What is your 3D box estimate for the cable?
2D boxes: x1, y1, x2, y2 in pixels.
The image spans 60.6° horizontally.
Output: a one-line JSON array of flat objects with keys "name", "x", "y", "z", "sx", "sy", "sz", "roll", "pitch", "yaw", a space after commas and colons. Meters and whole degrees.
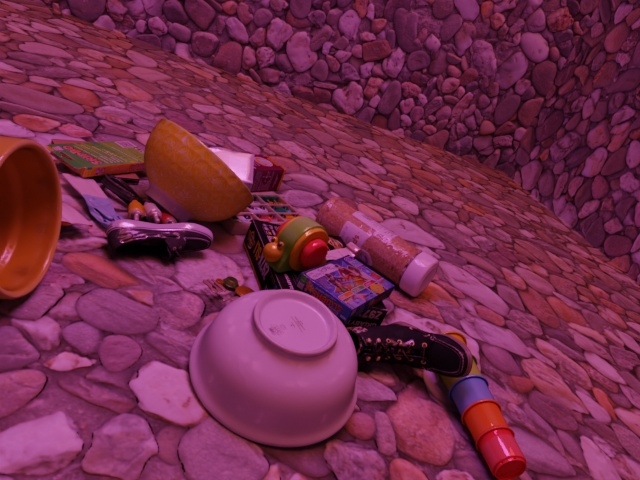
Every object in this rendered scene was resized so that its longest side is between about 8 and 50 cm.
[{"name": "cable", "x": -0.411, "y": -0.089, "z": 1.274, "sx": 0.140, "sy": 0.072, "sz": 0.287, "roll": 16, "pitch": 21, "yaw": -43}]

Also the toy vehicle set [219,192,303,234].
[{"name": "toy vehicle set", "x": -0.177, "y": -0.077, "z": 1.511, "sx": 0.267, "sy": 0.035, "sz": 0.166, "roll": -3, "pitch": 35, "yaw": -46}]

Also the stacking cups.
[{"name": "stacking cups", "x": 0.309, "y": 0.313, "z": 1.076, "sx": 0.096, "sy": 0.095, "sz": 0.316, "roll": 14, "pitch": 26, "yaw": -21}]

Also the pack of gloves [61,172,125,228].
[{"name": "pack of gloves", "x": -0.538, "y": -0.076, "z": 1.191, "sx": 0.232, "sy": 0.046, "sz": 0.195, "roll": 41, "pitch": 16, "yaw": 30}]

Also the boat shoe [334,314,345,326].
[{"name": "boat shoe", "x": -0.012, "y": 0.178, "z": 1.117, "sx": 0.136, "sy": 0.045, "sz": 0.050, "roll": 4, "pitch": 34, "yaw": -32}]

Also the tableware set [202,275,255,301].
[{"name": "tableware set", "x": -0.166, "y": 0.124, "z": 1.122, "sx": 0.154, "sy": 0.024, "sz": 0.104, "roll": 36, "pitch": 23, "yaw": 27}]

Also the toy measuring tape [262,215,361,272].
[{"name": "toy measuring tape", "x": 0.000, "y": 0.000, "z": 1.232, "sx": 0.121, "sy": 0.121, "sz": 0.330, "roll": 39, "pitch": 28, "yaw": 31}]

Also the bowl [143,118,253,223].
[{"name": "bowl", "x": -0.317, "y": -0.130, "z": 1.288, "sx": 0.290, "sy": 0.156, "sz": 0.289, "roll": 38, "pitch": -12, "yaw": 9}]

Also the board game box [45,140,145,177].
[{"name": "board game box", "x": -0.551, "y": -0.210, "z": 1.391, "sx": 0.124, "sy": 0.039, "sz": 0.259, "roll": 32, "pitch": 22, "yaw": 19}]

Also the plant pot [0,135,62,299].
[{"name": "plant pot", "x": -0.573, "y": -0.045, "z": 0.849, "sx": 0.239, "sy": 0.253, "sz": 0.254, "roll": 7, "pitch": 25, "yaw": -3}]

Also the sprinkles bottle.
[{"name": "sprinkles bottle", "x": 0.151, "y": 0.012, "z": 1.524, "sx": 0.356, "sy": 0.121, "sz": 0.121, "roll": 35, "pitch": 26, "yaw": 24}]

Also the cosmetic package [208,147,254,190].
[{"name": "cosmetic package", "x": -0.309, "y": -0.202, "z": 1.526, "sx": 0.239, "sy": 0.060, "sz": 0.098, "roll": 7, "pitch": 63, "yaw": -14}]

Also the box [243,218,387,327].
[{"name": "box", "x": -0.023, "y": 0.078, "z": 1.283, "sx": 0.257, "sy": 0.079, "sz": 0.322, "roll": 12, "pitch": 26, "yaw": -28}]

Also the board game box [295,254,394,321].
[{"name": "board game box", "x": 0.058, "y": 0.097, "z": 1.180, "sx": 0.136, "sy": 0.035, "sz": 0.201, "roll": 35, "pitch": 26, "yaw": 23}]

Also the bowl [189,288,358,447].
[{"name": "bowl", "x": -0.058, "y": 0.176, "z": 0.912, "sx": 0.298, "sy": 0.134, "sz": 0.297, "roll": 15, "pitch": 34, "yaw": -10}]

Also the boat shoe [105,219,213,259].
[{"name": "boat shoe", "x": -0.331, "y": 0.007, "z": 1.154, "sx": 0.229, "sy": 0.080, "sz": 0.076, "roll": 9, "pitch": 48, "yaw": -38}]

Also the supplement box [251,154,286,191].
[{"name": "supplement box", "x": -0.213, "y": -0.210, "z": 1.698, "sx": 0.104, "sy": 0.080, "sz": 0.188, "roll": 37, "pitch": 27, "yaw": 27}]

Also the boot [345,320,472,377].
[{"name": "boot", "x": 0.161, "y": 0.222, "z": 1.091, "sx": 0.179, "sy": 0.085, "sz": 0.237, "roll": 3, "pitch": 7, "yaw": -35}]

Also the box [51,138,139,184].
[{"name": "box", "x": -0.585, "y": -0.206, "z": 1.420, "sx": 0.165, "sy": 0.021, "sz": 0.201, "roll": 0, "pitch": 34, "yaw": -43}]
